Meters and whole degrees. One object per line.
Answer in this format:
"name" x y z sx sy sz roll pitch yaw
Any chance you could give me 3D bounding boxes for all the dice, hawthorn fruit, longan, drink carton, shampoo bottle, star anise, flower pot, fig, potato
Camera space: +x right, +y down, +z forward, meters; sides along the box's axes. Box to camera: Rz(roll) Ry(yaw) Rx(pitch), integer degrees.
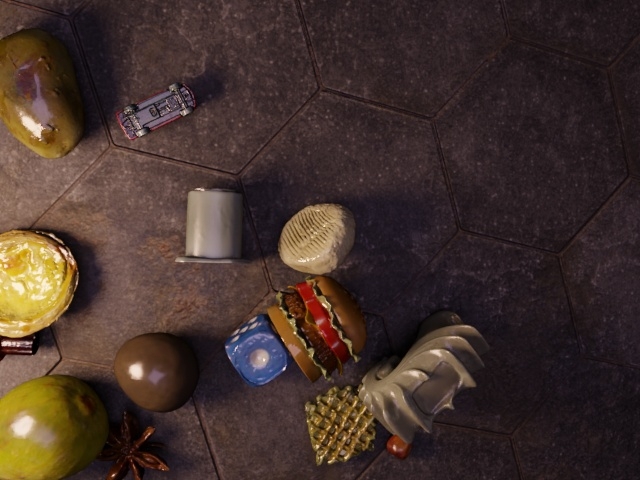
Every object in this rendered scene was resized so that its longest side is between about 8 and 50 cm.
"dice" -0.161 0.292 1.529 0.143 0.146 0.146 -34 101 -4
"hawthorn fruit" 0.233 0.597 1.666 0.077 0.077 0.077 -1 95 -10
"longan" -0.414 0.333 1.465 0.196 0.196 0.220 -42 99 -4
"drink carton" -0.270 -0.029 1.479 0.191 0.185 0.190 2 83 -9
"shampoo bottle" -0.851 0.248 1.423 0.278 0.104 0.104 6 94 -11
"star anise" -0.508 0.552 1.509 0.196 0.111 0.212 -37 92 -11
"flower pot" 0.283 0.352 1.548 0.367 0.254 0.164 -41 104 -8
"fig" -0.697 0.473 1.400 0.326 0.258 0.258 -22 98 4
"potato" -0.677 -0.348 1.369 0.210 0.173 0.307 -20 95 -10

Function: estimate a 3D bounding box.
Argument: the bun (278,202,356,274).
"bun" 0.000 0.000 1.521 0.220 0.220 0.134 -40 130 -5

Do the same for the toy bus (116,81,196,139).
"toy bus" -0.411 -0.327 1.459 0.195 0.089 0.081 -28 100 -6

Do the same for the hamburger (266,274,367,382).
"hamburger" 0.007 0.216 1.490 0.212 0.274 0.274 -33 100 -4

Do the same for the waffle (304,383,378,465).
"waffle" 0.064 0.520 1.635 0.204 0.054 0.223 -13 97 -11

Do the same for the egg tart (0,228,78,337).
"egg tart" -0.743 0.105 1.429 0.279 0.095 0.279 2 79 -10
